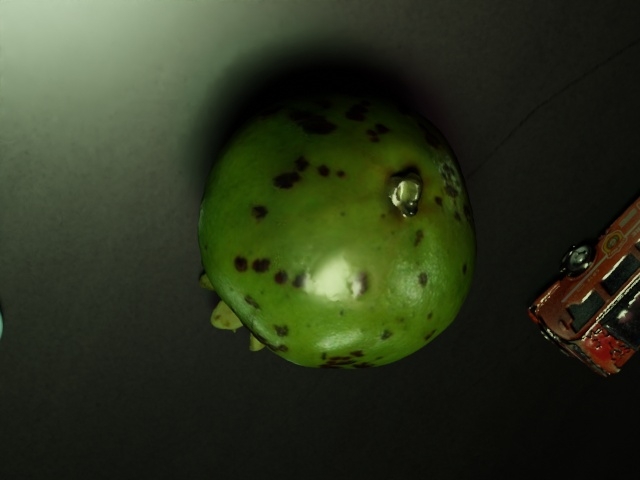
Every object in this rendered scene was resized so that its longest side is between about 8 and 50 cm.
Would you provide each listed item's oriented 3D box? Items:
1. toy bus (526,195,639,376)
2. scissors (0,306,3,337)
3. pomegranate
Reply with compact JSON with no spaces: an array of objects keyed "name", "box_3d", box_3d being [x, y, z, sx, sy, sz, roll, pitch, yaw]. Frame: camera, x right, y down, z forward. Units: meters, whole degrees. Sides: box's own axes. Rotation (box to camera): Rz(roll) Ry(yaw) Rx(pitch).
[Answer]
[{"name":"toy bus","box_3d":[0.274,0.006,1.156,0.073,0.096,0.235,36,103,-22]},{"name":"scissors","box_3d":[-0.310,-0.014,1.055,0.125,0.030,0.256,-7,119,-11]},{"name":"pomegranate","box_3d":[0.000,0.000,1.054,0.211,0.211,0.263,28,148,-23]}]
